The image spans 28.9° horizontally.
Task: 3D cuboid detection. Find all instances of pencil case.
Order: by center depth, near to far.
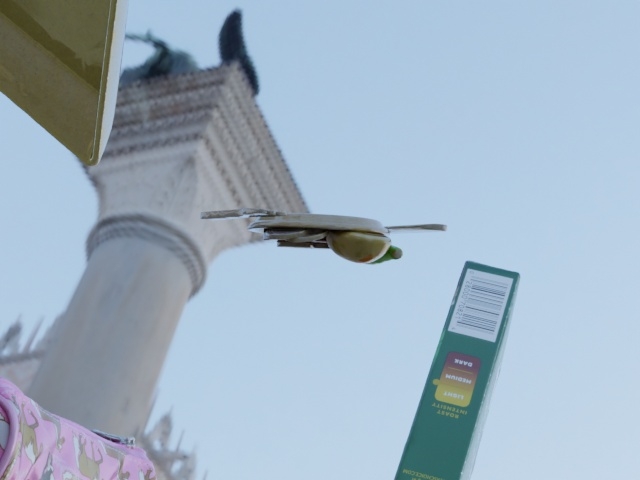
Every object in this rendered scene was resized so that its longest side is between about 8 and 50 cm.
[{"bbox_3d":[-0.322,0.266,1.388,0.160,0.167,0.386,-16,-25,13],"label":"pencil case"}]

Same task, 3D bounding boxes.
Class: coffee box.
[{"bbox_3d":[0.080,0.116,0.765,0.040,0.184,0.113,14,-36,11],"label":"coffee box"}]

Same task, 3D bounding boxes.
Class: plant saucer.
[{"bbox_3d":[-0.329,-0.301,1.406,0.332,0.081,0.333,39,-39,16],"label":"plant saucer"}]

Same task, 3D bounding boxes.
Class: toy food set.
[{"bbox_3d":[0.000,0.000,1.065,0.192,0.039,0.132,5,-4,-33],"label":"toy food set"}]
